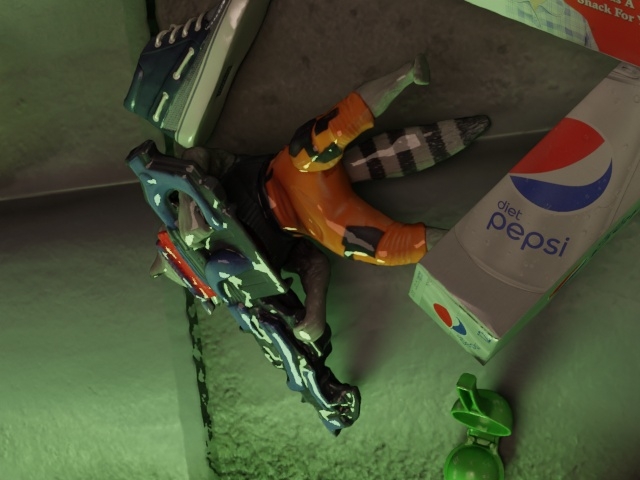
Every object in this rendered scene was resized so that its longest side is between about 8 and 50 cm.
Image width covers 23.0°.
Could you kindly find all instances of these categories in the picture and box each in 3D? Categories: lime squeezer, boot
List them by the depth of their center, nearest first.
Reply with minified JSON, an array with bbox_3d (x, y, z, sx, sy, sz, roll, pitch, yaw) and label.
[{"bbox_3d":[0.137,0.204,1.400,0.058,0.110,0.310,6,130,3],"label":"lime squeezer"},{"bbox_3d":[-0.116,-0.184,1.455,0.086,0.069,0.190,30,108,12],"label":"boot"}]

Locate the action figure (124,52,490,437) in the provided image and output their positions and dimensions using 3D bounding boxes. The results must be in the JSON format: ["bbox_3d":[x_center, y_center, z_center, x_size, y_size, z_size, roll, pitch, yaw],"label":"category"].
[{"bbox_3d":[0.000,0.000,1.423,0.330,0.178,0.341,-13,122,27],"label":"action figure"}]

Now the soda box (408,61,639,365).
[{"bbox_3d":[0.202,-0.035,1.271,0.091,0.098,0.286,44,77,11],"label":"soda box"}]

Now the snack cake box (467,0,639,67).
[{"bbox_3d":[0.191,-0.250,1.250,0.264,0.089,0.152,28,143,32],"label":"snack cake box"}]
